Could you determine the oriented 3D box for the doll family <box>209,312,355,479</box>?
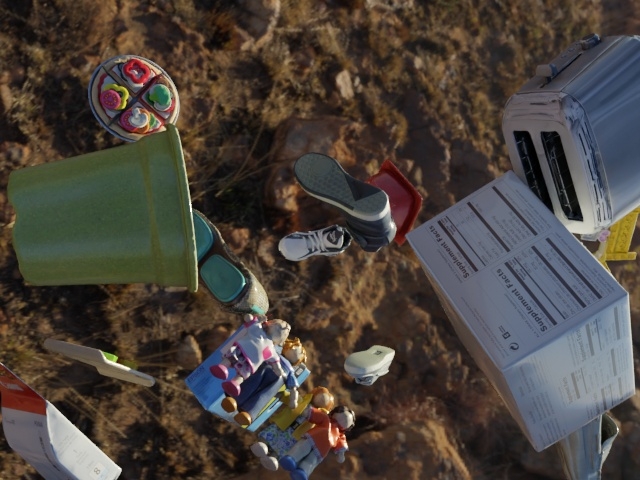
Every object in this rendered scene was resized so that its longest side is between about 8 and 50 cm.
[{"bbox_3d":[-0.061,0.233,1.011,0.163,0.118,0.263,-38,94,-39],"label":"doll family"}]

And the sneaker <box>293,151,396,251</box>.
[{"bbox_3d":[0.049,-0.067,1.266,0.086,0.226,0.163,-47,148,-10],"label":"sneaker"}]

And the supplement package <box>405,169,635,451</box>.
[{"bbox_3d":[0.239,0.090,0.780,0.204,0.145,0.262,60,3,41],"label":"supplement package"}]

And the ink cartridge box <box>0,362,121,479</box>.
[{"bbox_3d":[-0.679,0.433,1.539,0.385,0.308,0.091,53,53,-23],"label":"ink cartridge box"}]

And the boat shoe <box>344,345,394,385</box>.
[{"bbox_3d":[0.124,0.323,1.662,0.227,0.079,0.081,-3,105,-62],"label":"boat shoe"}]

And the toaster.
[{"bbox_3d":[0.305,-0.107,0.751,0.146,0.129,0.227,-33,115,-19],"label":"toaster"}]

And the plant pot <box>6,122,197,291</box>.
[{"bbox_3d":[-0.342,-0.036,1.048,0.253,0.276,0.276,-8,86,-15],"label":"plant pot"}]

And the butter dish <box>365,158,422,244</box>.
[{"bbox_3d":[0.139,-0.082,1.557,0.118,0.160,0.160,-14,52,-31],"label":"butter dish"}]

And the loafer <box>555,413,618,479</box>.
[{"bbox_3d":[0.483,0.360,1.199,0.112,0.111,0.319,-89,159,-56],"label":"loafer"}]

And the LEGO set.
[{"bbox_3d":[0.404,-0.001,1.041,0.132,0.287,0.107,18,30,-12],"label":"LEGO set"}]

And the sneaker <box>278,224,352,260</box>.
[{"bbox_3d":[0.000,0.000,2.027,0.235,0.153,0.094,5,69,-32],"label":"sneaker"}]

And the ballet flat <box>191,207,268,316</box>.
[{"bbox_3d":[-0.303,0.076,1.919,0.164,0.483,0.182,-47,139,-2],"label":"ballet flat"}]

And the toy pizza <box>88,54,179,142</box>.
[{"bbox_3d":[-0.407,-0.315,1.463,0.201,0.032,0.201,6,78,-30],"label":"toy pizza"}]

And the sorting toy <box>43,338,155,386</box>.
[{"bbox_3d":[-0.516,0.283,1.565,0.208,0.193,0.038,51,51,-53],"label":"sorting toy"}]

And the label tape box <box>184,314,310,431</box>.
[{"bbox_3d":[-0.187,0.379,1.837,0.249,0.115,0.348,-44,152,-7],"label":"label tape box"}]
